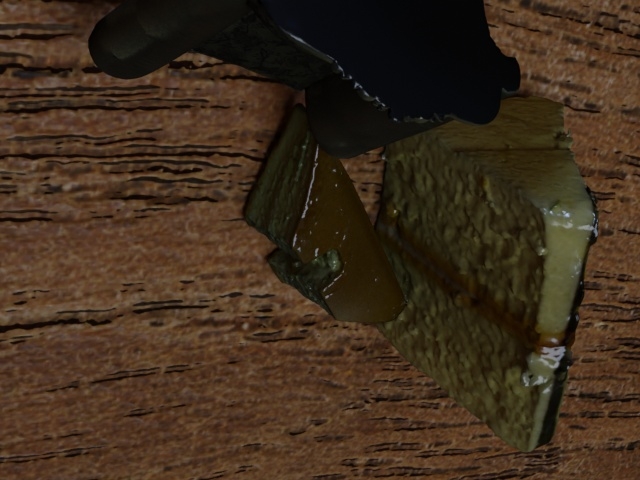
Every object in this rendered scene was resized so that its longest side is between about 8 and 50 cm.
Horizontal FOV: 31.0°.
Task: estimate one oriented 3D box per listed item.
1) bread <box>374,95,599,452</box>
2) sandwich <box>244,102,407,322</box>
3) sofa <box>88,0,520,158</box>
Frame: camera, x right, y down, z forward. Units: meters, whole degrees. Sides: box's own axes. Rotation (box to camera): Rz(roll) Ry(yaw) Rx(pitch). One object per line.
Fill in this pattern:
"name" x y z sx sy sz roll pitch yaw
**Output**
"bread" 0.192 0.026 1.062 0.198 0.236 0.264 -13 125 -25
"sandwich" 0.000 0.000 1.023 0.088 0.090 0.244 -35 131 -12
"sofa" -0.013 -0.139 0.814 0.258 0.200 0.182 17 67 -39
